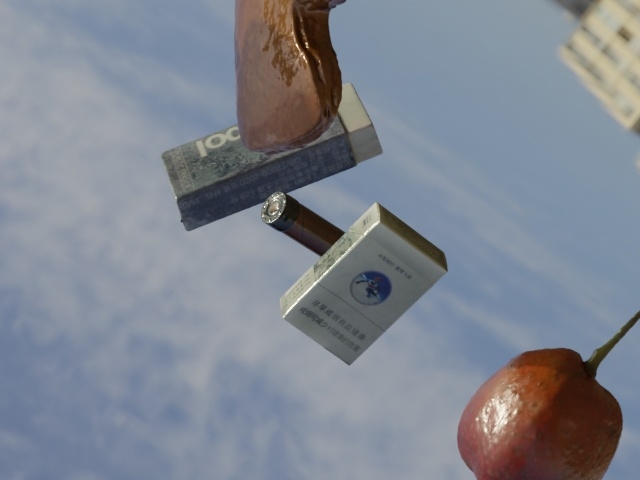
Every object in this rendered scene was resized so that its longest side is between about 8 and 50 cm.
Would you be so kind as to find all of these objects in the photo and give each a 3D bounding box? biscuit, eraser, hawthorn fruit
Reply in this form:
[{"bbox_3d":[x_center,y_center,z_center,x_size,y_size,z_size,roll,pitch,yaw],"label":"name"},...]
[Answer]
[{"bbox_3d":[-0.015,-0.163,1.380,0.036,0.192,0.186,1,177,-30],"label":"biscuit"},{"bbox_3d":[-0.052,-0.086,1.889,0.092,0.213,0.046,-115,4,-52],"label":"eraser"},{"bbox_3d":[0.258,0.143,1.853,0.165,0.285,0.165,39,-170,-8],"label":"hawthorn fruit"}]

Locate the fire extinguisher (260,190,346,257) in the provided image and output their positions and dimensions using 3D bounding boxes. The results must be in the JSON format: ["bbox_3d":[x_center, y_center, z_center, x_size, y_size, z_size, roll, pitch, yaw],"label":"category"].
[{"bbox_3d":[0.000,0.000,1.135,0.083,0.022,0.028,33,-146,-38],"label":"fire extinguisher"}]

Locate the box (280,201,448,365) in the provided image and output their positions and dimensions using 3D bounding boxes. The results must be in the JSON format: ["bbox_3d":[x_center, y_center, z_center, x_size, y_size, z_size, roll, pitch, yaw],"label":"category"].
[{"bbox_3d":[0.024,0.025,1.059,0.054,0.083,0.024,37,-158,-20],"label":"box"}]
